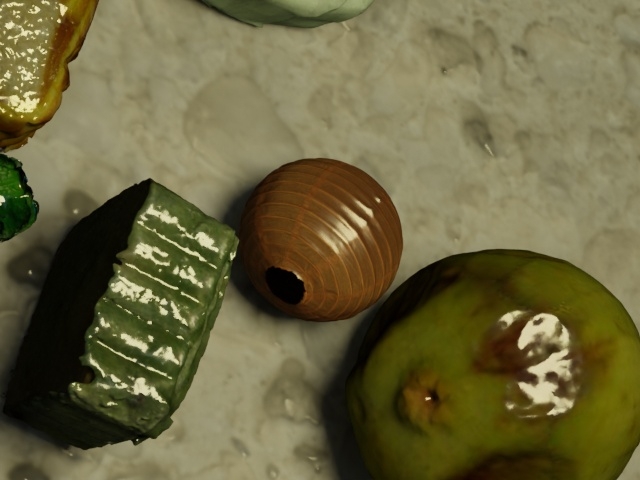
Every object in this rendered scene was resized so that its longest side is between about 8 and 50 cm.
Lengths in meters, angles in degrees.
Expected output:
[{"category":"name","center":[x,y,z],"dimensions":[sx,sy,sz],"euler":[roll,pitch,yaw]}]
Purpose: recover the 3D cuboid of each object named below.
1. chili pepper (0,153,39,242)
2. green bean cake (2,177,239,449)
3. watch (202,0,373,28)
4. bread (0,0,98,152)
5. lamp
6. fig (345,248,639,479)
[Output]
[{"category":"chili pepper","center":[-0.322,-0.015,1.268],"dimensions":[0.224,0.061,0.098],"euler":[-18,73,-26]},{"category":"green bean cake","center":[-0.147,0.061,1.276],"dimensions":[0.094,0.173,0.181],"euler":[29,66,-21]},{"category":"watch","center":[-0.043,-0.290,1.442],"dimensions":[0.253,0.162,0.241],"euler":[-36,109,-27]},{"category":"bread","center":[-0.264,-0.182,1.319],"dimensions":[0.181,0.096,0.222],"euler":[18,71,-20]},{"category":"lamp","center":[0.000,0.000,1.389],"dimensions":[0.136,0.136,0.136],"euler":[7,75,-26]},{"category":"fig","center":[0.157,0.126,1.402],"dimensions":[0.271,0.239,0.239],"euler":[13,71,-53]}]
